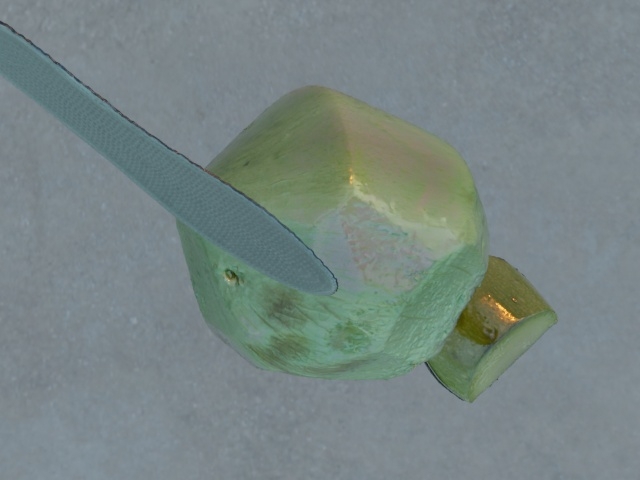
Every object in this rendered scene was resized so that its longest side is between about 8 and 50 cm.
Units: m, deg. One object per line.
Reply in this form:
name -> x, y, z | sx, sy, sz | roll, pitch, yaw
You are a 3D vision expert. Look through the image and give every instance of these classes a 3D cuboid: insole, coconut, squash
insole -> -0.056, -0.025, 0.326 | 0.153, 0.002, 0.053 | 39, 154, -13
coconut -> 0.000, 0.000, 0.966 | 0.329, 0.281, 0.328 | -2, 145, -2
squash -> 0.213, 0.104, 1.270 | 0.192, 0.085, 0.184 | -43, 95, -7
